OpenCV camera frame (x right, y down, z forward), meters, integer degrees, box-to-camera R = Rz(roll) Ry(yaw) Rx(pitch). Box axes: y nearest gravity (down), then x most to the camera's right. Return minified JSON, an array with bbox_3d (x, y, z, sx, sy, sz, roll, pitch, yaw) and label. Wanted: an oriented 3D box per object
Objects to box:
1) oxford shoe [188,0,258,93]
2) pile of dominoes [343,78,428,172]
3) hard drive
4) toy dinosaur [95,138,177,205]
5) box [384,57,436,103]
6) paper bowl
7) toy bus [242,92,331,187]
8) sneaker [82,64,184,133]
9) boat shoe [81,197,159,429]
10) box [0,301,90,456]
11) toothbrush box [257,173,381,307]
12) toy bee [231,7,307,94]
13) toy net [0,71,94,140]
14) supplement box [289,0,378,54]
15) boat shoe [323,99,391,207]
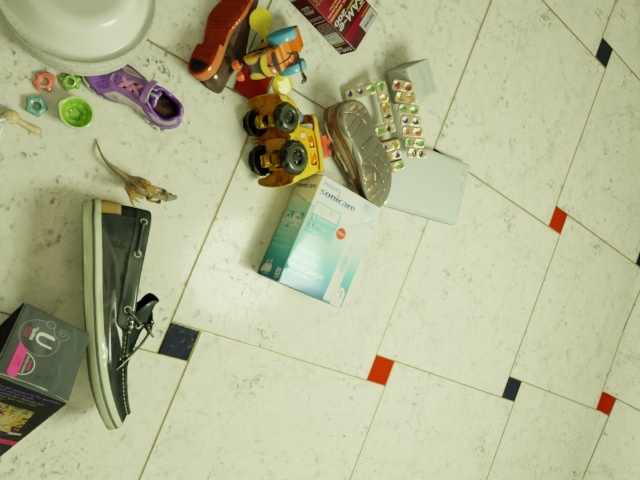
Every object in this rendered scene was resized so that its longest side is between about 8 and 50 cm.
[{"bbox_3d":[-0.212,-0.473,1.286,0.271,0.097,0.098,-63,148,-10],"label":"oxford shoe"},{"bbox_3d":[0.187,-0.315,1.519,0.196,0.040,0.251,-15,111,1],"label":"pile of dominoes"},{"bbox_3d":[0.319,-0.174,1.684,0.308,0.040,0.203,12,91,-33],"label":"hard drive"},{"bbox_3d":[-0.411,-0.125,1.207,0.211,0.112,0.064,38,91,-37],"label":"toy dinosaur"},{"bbox_3d":[0.256,-0.450,1.562,0.087,0.102,0.101,-32,114,-26],"label":"box"},{"bbox_3d":[-0.456,-0.470,1.036,0.284,0.148,0.284,0,90,-24],"label":"paper bowl"},{"bbox_3d":[-0.065,-0.257,1.376,0.211,0.149,0.220,-20,106,-42],"label":"toy bus"},{"bbox_3d":[-0.387,-0.317,1.176,0.236,0.105,0.095,30,83,-31],"label":"sneaker"},{"bbox_3d":[-0.427,0.159,1.183,0.156,0.187,0.499,-2,93,-26],"label":"boat shoe"},{"bbox_3d":[-0.586,0.269,1.032,0.270,0.165,0.143,-37,124,23],"label":"box"},{"bbox_3d":[0.000,0.000,1.459,0.216,0.126,0.295,28,81,-32],"label":"toothbrush box"},{"bbox_3d":[-0.122,-0.430,1.261,0.162,0.298,0.195,-14,101,7],"label":"toy bee"},{"bbox_3d":[-0.582,-0.268,1.095,0.232,0.045,0.122,-18,107,-29],"label":"toy net"},{"bbox_3d":[0.024,-0.610,1.407,0.239,0.073,0.130,37,78,-32],"label":"supplement box"},{"bbox_3d":[0.101,-0.232,1.494,0.123,0.116,0.324,-40,125,-29],"label":"boat shoe"}]
